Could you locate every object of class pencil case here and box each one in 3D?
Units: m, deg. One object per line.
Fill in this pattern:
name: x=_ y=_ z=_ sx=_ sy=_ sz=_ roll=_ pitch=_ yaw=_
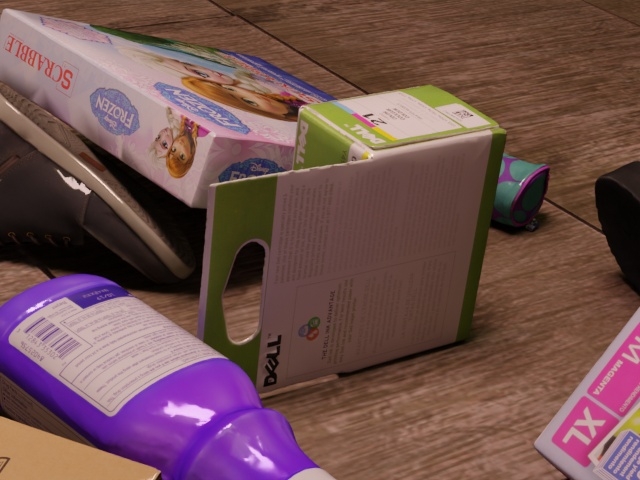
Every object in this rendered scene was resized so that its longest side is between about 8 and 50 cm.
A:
pencil case: x=0.141 y=-0.064 z=1.448 sx=0.151 sy=0.064 sz=0.070 roll=25 pitch=31 yaw=33

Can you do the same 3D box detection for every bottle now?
bottle: x=-0.099 y=0.118 z=0.995 sx=0.118 sy=0.092 sz=0.283 roll=-25 pitch=40 yaw=-38

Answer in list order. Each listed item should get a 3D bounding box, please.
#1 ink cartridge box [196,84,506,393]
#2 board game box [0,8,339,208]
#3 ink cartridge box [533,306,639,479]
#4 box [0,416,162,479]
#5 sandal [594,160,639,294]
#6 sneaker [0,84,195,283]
ink cartridge box: x=0.000 y=0.000 z=1.146 sx=0.255 sy=0.189 sz=0.097 roll=-12 pitch=33 yaw=-32
board game box: x=-0.082 y=-0.107 z=1.385 sx=0.318 sy=0.066 sz=0.318 roll=4 pitch=21 yaw=-47
ink cartridge box: x=0.281 y=0.131 z=0.931 sx=0.065 sy=0.186 sz=0.311 roll=38 pitch=0 yaw=-36
box: x=-0.217 y=0.168 z=0.893 sx=0.201 sy=0.021 sz=0.164 roll=16 pitch=46 yaw=17
sandal: x=0.307 y=0.079 z=1.144 sx=0.107 sy=0.168 sz=0.446 roll=-26 pitch=26 yaw=-8
sneaker: x=-0.213 y=-0.015 z=1.269 sx=0.222 sy=0.118 sz=0.083 roll=40 pitch=11 yaw=4
